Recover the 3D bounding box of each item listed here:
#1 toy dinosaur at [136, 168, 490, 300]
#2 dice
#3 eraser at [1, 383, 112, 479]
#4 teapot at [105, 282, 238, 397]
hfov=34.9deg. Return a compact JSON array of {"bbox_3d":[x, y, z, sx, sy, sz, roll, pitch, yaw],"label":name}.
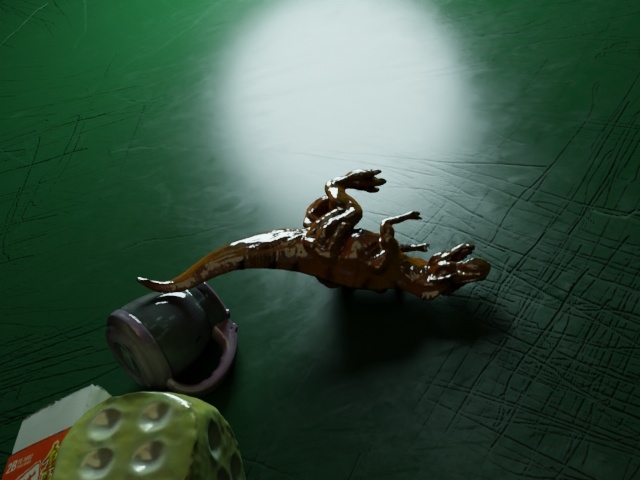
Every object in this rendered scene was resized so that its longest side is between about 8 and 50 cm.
[{"bbox_3d":[0.000,0.000,1.312,0.432,0.097,0.208,-1,46,9],"label":"toy dinosaur"},{"bbox_3d":[-0.181,0.275,1.095,0.166,0.169,0.169,-11,47,11],"label":"dice"},{"bbox_3d":[-0.326,0.293,1.184,0.157,0.038,0.230,-28,38,36],"label":"eraser"},{"bbox_3d":[-0.178,0.115,1.282,0.146,0.116,0.148,-37,42,-27],"label":"teapot"}]
